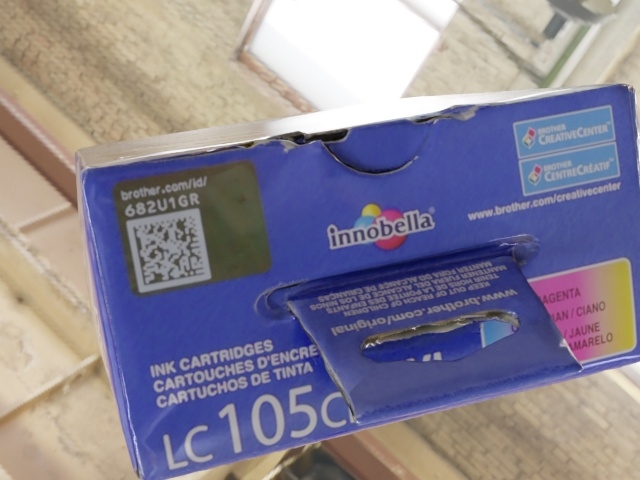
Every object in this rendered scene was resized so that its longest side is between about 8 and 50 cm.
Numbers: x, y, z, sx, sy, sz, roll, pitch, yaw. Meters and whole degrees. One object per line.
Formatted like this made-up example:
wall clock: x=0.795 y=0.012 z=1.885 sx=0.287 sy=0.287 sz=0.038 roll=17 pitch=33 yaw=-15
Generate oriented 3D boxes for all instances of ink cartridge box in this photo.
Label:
ink cartridge box: x=0.000 y=0.000 z=0.546 sx=0.270 sy=0.151 sz=0.395 roll=-11 pitch=-172 yaw=-14
